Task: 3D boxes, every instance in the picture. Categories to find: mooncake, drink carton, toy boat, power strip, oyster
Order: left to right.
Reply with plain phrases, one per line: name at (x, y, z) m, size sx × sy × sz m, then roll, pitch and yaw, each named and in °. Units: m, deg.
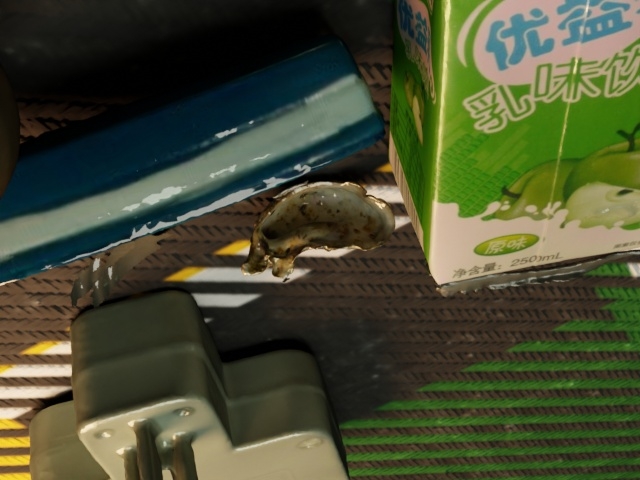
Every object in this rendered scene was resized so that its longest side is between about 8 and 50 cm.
mooncake at (-0.251, -0.012, 0.631) m, size 0.150 × 0.057 × 0.347 m, roll -37°, pitch 135°, yaw 25°
toy boat at (-0.114, -0.034, 0.601) m, size 0.299 × 0.096 × 0.062 m, roll -21°, pitch 107°, yaw 1°
power strip at (-0.101, 0.166, 0.839) m, size 0.229 × 0.141 × 0.261 m, roll -15°, pitch 145°, yaw 0°
oyster at (0.000, 0.000, 0.713) m, size 0.083 × 0.081 × 0.038 m, roll 21°, pitch 166°, yaw 8°
drink carton at (0.125, -0.097, 0.589) m, size 0.161 × 0.108 × 0.271 m, roll -10°, pitch 143°, yaw -5°

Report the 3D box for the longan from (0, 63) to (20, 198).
longan at (-0.230, -0.047, 0.499) m, size 0.187 × 0.167 × 0.167 m, roll -7°, pitch 142°, yaw -1°
